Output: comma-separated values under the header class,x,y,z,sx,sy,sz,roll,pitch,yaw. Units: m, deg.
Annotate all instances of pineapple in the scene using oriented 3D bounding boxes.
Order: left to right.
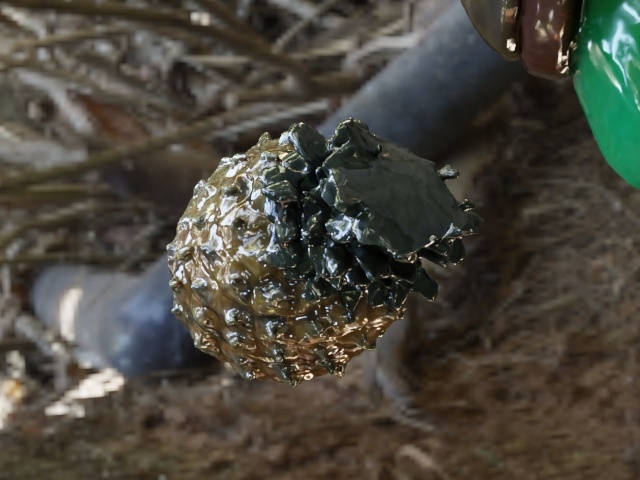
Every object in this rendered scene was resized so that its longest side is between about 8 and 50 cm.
class,x,y,z,sx,sy,sz,roll,pitch,yaw
pineapple,0.000,0.000,0.934,0.279,0.158,0.157,144,121,-71

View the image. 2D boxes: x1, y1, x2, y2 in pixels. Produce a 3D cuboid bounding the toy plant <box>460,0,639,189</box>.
class,x,y,z,sx,sy,sz,roll,pitch,yaw
toy plant,0.092,-0.083,0.387,0.143,0.200,0.105,-60,-16,-7
